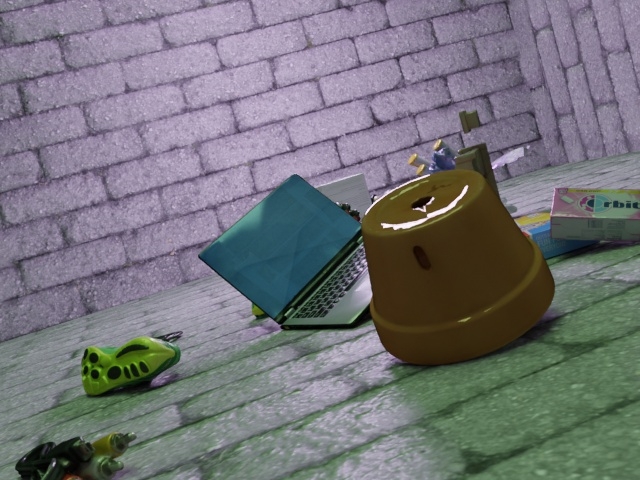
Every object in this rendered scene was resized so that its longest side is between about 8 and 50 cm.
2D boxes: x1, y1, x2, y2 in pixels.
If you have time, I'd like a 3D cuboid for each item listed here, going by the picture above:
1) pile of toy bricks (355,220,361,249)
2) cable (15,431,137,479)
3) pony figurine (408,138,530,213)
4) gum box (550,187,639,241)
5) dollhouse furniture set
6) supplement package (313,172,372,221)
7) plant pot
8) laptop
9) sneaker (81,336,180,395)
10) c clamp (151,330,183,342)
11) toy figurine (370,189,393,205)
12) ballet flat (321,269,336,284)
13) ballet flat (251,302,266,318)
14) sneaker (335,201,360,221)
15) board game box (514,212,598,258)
[{"bbox_3d":[0.094,0.053,1.816,0.118,0.212,0.105,-13,-41,-15],"label":"pile of toy bricks"},{"bbox_3d":[-0.373,0.333,0.968,0.287,0.072,0.139,-29,12,44],"label":"cable"},{"bbox_3d":[0.507,-0.198,2.330,0.363,0.303,0.351,28,-17,-13],"label":"pony figurine"},{"bbox_3d":[0.588,-0.056,1.453,0.188,0.062,0.107,3,40,23],"label":"gum box"},{"bbox_3d":[0.254,-0.062,1.364,0.173,0.356,0.303,-14,7,22],"label":"dollhouse furniture set"},{"bbox_3d":[0.076,-0.060,2.347,0.177,0.293,0.175,-18,6,-24],"label":"supplement package"},{"bbox_3d":[0.189,0.024,1.071,0.290,0.204,0.291,-23,21,9],"label":"plant pot"},{"bbox_3d":[0.000,0.000,1.621,0.407,0.236,0.382,-10,29,51],"label":"laptop"},{"bbox_3d":[-0.416,0.274,1.485,0.295,0.110,0.123,-15,-18,37],"label":"sneaker"},{"bbox_3d":[-0.465,0.284,1.905,0.160,0.022,0.137,-17,-1,9],"label":"c clamp"},{"bbox_3d":[0.265,-0.078,2.411,0.148,0.210,0.213,-1,12,27],"label":"toy figurine"},{"bbox_3d":[0.023,0.102,1.887,0.124,0.116,0.342,6,12,16],"label":"ballet flat"},{"bbox_3d":[-0.104,0.145,1.904,0.077,0.077,0.231,-13,6,45],"label":"ballet flat"},{"bbox_3d":[0.123,0.016,1.922,0.135,0.276,0.097,-54,-9,7],"label":"sneaker"},{"bbox_3d":[0.482,-0.001,1.655,0.242,0.064,0.316,-17,5,-4],"label":"board game box"}]
